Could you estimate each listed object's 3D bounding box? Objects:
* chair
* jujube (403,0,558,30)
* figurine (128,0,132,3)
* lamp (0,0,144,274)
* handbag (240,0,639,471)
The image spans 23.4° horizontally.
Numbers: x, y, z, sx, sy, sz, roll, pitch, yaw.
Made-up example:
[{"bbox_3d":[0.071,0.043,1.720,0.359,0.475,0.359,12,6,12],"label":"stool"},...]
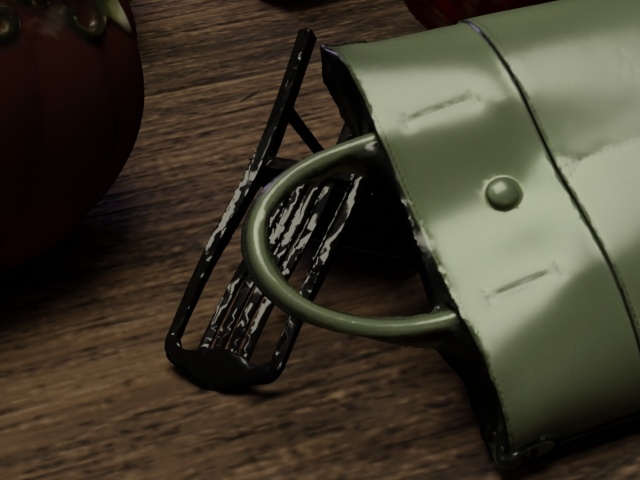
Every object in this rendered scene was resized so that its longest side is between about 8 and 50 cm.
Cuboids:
[{"bbox_3d":[0.000,0.000,0.850,0.084,0.101,0.212,11,70,30],"label":"chair"},{"bbox_3d":[0.156,-0.223,1.136,0.155,0.155,0.230,18,35,36],"label":"jujube"},{"bbox_3d":[-0.217,-0.192,1.186,0.155,0.127,0.235,2,33,-7],"label":"figurine"},{"bbox_3d":[-0.249,-0.111,0.883,0.303,0.257,0.303,29,32,-20],"label":"lamp"},{"bbox_3d":[0.113,-0.015,0.768,0.315,0.109,0.241,-18,64,-11],"label":"handbag"}]
